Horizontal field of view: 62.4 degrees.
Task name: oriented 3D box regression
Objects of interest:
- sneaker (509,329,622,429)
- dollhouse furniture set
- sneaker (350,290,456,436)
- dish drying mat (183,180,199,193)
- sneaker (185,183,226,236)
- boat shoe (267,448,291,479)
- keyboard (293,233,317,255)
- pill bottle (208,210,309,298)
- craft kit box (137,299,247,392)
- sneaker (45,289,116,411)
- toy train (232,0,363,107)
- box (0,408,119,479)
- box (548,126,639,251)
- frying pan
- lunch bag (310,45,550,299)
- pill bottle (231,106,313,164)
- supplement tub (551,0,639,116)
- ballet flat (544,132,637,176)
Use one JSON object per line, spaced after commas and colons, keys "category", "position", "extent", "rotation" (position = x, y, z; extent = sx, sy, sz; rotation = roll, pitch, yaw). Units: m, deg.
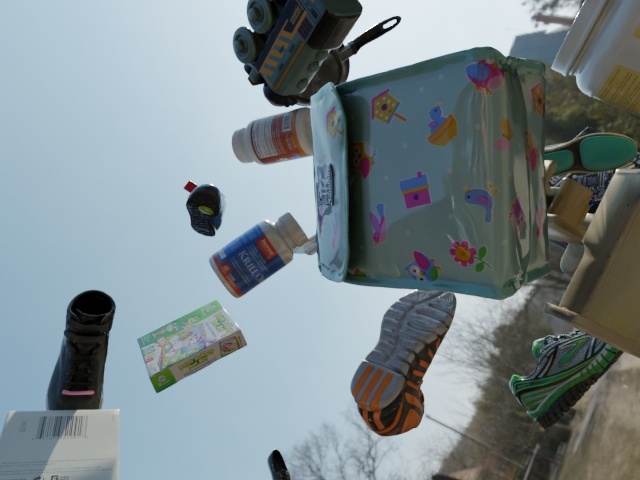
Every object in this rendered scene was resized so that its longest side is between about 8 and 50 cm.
{"category": "sneaker", "position": [0.548, 0.239, 1.142], "extent": [0.343, 0.146, 0.134], "rotation": [-51, -29, 8]}
{"category": "dollhouse furniture set", "position": [0.281, 0.009, 0.615], "extent": [0.161, 0.212, 0.242], "rotation": [-64, 17, 1]}
{"category": "sneaker", "position": [0.176, 0.245, 1.059], "extent": [0.321, 0.125, 0.180], "rotation": [-46, -44, -28]}
{"category": "dish drying mat", "position": [-0.363, -0.144, 1.565], "extent": [0.032, 0.083, 0.008], "rotation": [-57, -5, -14]}
{"category": "sneaker", "position": [-0.230, -0.081, 1.092], "extent": [0.209, 0.069, 0.082], "rotation": [120, 169, -67]}
{"category": "boat shoe", "position": [-0.104, 0.617, 1.387], "extent": [0.049, 0.142, 0.040], "rotation": [-1, -53, -31]}
{"category": "keyboard", "position": [0.000, 0.000, 1.302], "extent": [0.072, 0.256, 0.014], "rotation": [7, -109, -25]}
{"category": "pill bottle", "position": [-0.142, 0.028, 1.253], "extent": [0.221, 0.124, 0.124], "rotation": [-36, -32, -3]}
{"category": "craft kit box", "position": [-0.347, 0.270, 1.402], "extent": [0.247, 0.250, 0.061], "rotation": [-24, -68, -20]}
{"category": "sneaker", "position": [-0.459, 0.223, 1.010], "extent": [0.147, 0.105, 0.295], "rotation": [118, 153, -44]}
{"category": "toy train", "position": [-0.056, -0.423, 1.076], "extent": [0.142, 0.190, 0.334], "rotation": [-25, -12, -40]}
{"category": "box", "position": [-0.425, 0.377, 0.852], "extent": [0.181, 0.182, 0.119], "rotation": [6, -69, -23]}
{"category": "box", "position": [0.626, -0.093, 1.171], "extent": [0.295, 0.293, 0.073], "rotation": [-39, -42, -12]}
{"category": "frying pan", "position": [0.041, -0.421, 1.282], "extent": [0.053, 0.326, 0.197], "rotation": [-103, 6, -51]}
{"category": "lunch bag", "position": [0.089, -0.063, 0.559], "extent": [0.160, 0.262, 0.223], "rotation": [-13, -78, -49]}
{"category": "pill bottle", "position": [-0.111, -0.256, 1.330], "extent": [0.121, 0.216, 0.121], "rotation": [19, -111, -59]}
{"category": "supplement tub", "position": [0.619, -0.339, 0.938], "extent": [0.241, 0.331, 0.241], "rotation": [-54, -16, -24]}
{"category": "ballet flat", "position": [0.537, -0.181, 1.130], "extent": [0.086, 0.248, 0.086], "rotation": [-8, -90, -89]}
